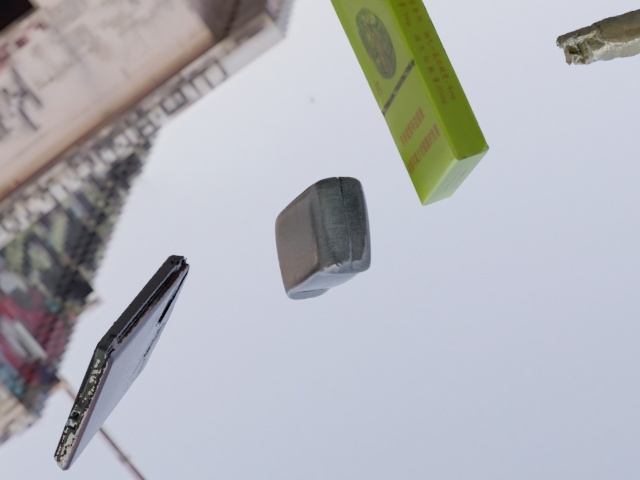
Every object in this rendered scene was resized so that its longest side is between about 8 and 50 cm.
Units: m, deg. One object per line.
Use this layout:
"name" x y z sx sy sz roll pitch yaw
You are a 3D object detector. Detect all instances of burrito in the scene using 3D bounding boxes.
"burrito" 0.405 -0.271 2.062 0.188 0.058 0.045 -14 -166 19

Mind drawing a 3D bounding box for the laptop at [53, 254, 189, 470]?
"laptop" -0.192 0.114 1.506 0.154 0.026 0.207 -63 177 29

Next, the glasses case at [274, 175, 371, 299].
"glasses case" 0.000 0.000 2.152 0.074 0.131 0.323 -5 172 -13

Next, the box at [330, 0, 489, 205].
"box" 0.087 -0.219 1.802 0.047 0.335 0.187 -21 170 -13
